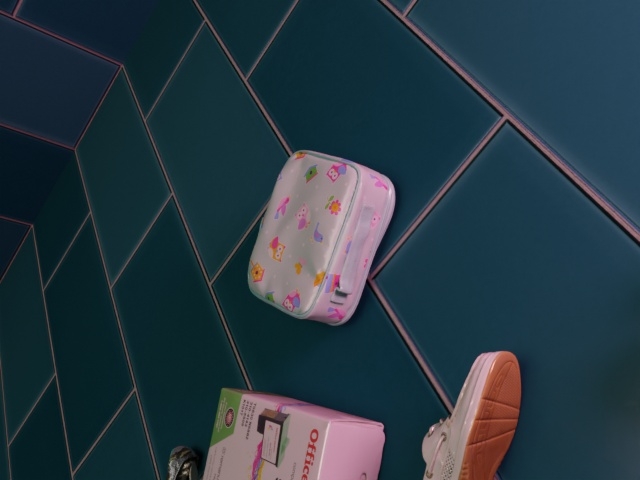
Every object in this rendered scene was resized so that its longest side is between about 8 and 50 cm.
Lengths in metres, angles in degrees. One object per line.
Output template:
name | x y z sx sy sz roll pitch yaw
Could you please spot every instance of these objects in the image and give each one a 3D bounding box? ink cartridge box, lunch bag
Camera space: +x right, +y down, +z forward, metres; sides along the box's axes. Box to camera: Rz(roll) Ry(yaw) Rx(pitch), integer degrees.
ink cartridge box | -0.052 0.353 1.085 0.278 0.117 0.201 1 76 49
lunch bag | 0.000 0.000 1.168 0.224 0.108 0.279 20 92 48

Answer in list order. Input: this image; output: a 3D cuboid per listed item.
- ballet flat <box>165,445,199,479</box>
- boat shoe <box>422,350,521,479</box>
ballet flat | -0.267 0.488 1.327 0.070 0.070 0.188 -6 75 48
boat shoe | 0.170 0.263 0.879 0.096 0.098 0.276 16 90 50
